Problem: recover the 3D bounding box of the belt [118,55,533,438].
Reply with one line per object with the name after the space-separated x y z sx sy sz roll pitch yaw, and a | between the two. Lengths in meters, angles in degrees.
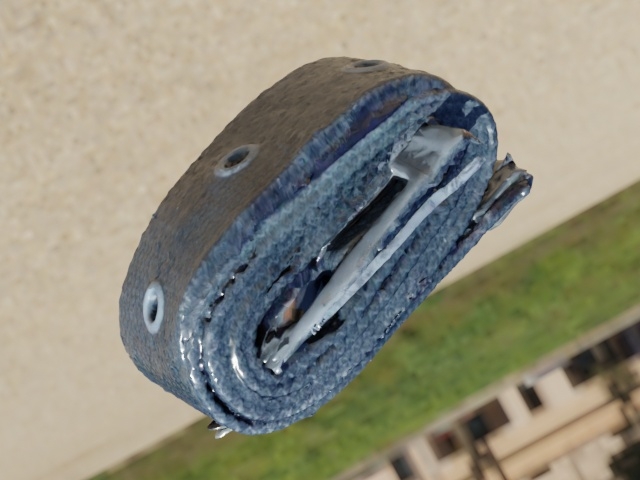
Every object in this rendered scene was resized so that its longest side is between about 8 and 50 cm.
0.000 0.000 1.017 0.218 0.122 0.128 -47 -152 -10 | belt
